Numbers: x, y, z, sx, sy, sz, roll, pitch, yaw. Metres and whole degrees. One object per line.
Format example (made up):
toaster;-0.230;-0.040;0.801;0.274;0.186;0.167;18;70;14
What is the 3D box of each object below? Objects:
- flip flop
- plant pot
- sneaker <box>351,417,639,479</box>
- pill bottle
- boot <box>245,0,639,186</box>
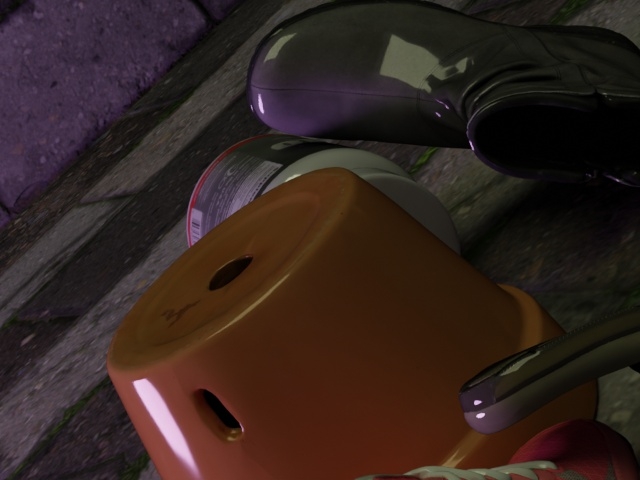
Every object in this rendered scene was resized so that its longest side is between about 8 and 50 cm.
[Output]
flip flop;0.211;0.058;0.941;0.277;0.080;0.112;-22;-9;-9
plant pot;0.002;0.090;1.110;0.291;0.203;0.291;-34;18;13
sneaker;0.076;0.155;0.870;0.116;0.136;0.314;-25;12;37
pill bottle;0.000;0.000;1.412;0.161;0.161;0.283;-42;18;-10
boot;0.109;-0.110;1.310;0.338;0.118;0.223;-3;19;0
